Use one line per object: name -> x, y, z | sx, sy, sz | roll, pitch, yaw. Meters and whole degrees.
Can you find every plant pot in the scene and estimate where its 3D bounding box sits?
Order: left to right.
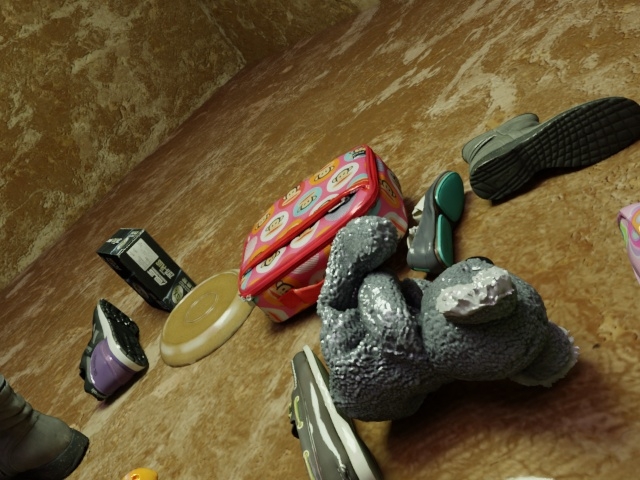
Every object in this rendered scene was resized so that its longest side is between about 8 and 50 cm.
plant pot -> -0.218, 0.135, 1.056 | 0.236, 0.032, 0.236 | -28, 28, 16

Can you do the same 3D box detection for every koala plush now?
koala plush -> 0.125, 0.088, 0.560 | 0.221, 0.196, 0.203 | -10, 49, 42

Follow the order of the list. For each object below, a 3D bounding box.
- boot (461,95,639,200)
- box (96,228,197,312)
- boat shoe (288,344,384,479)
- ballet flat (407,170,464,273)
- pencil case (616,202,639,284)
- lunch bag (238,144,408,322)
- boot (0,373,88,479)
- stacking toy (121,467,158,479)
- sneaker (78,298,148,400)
boot -> 0.324, -0.160, 0.822 | 0.246, 0.083, 0.161 | -23, 24, 23
box -> -0.367, 0.064, 1.182 | 0.147, 0.180, 0.078 | 3, 47, 52
boat shoe -> -0.003, 0.203, 0.628 | 0.068, 0.081, 0.228 | -33, 29, -1
ballet flat -> 0.163, -0.029, 0.815 | 0.074, 0.074, 0.203 | -17, 35, 34
pencil case -> 0.411, -0.028, 0.463 | 0.284, 0.124, 0.124 | -25, 29, 21
lunch bag -> 0.000, 0.000, 0.894 | 0.293, 0.120, 0.258 | -36, 26, 22
boot -> -0.588, 0.339, 0.964 | 0.338, 0.223, 0.118 | -27, 29, 19
stacking toy -> -0.335, 0.386, 0.692 | 0.301, 0.166, 0.175 | -33, 34, -16
sneaker -> -0.444, 0.216, 1.127 | 0.124, 0.107, 0.283 | -47, 27, -5
